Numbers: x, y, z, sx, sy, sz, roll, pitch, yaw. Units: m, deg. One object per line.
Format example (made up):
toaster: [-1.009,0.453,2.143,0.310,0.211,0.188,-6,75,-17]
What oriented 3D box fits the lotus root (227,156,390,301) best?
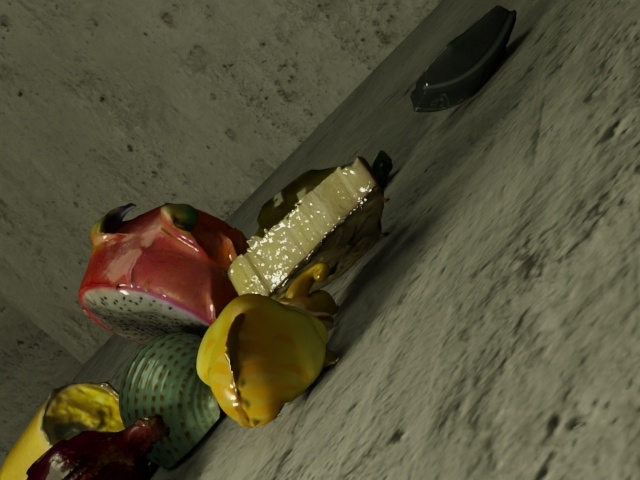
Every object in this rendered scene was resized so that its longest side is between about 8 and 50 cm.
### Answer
lotus root: [0.000,0.000,1.217,0.261,0.074,0.170,-41,-21,22]

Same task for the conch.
conch: [-0.199,0.198,1.309,0.172,0.131,0.200,-51,9,-24]

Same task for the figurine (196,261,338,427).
figurine: [-0.048,0.107,1.064,0.156,0.131,0.246,-8,14,17]

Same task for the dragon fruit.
dragon fruit: [-0.199,0.049,1.431,0.290,0.291,0.189,-31,39,62]

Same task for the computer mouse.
computer mouse: [0.225,-0.261,1.473,0.231,0.071,0.126,-41,-8,-21]

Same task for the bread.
bread: [-0.027,-0.055,1.622,0.161,0.088,0.233,-25,-6,-41]

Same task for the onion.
onion: [-0.276,0.282,1.199,0.198,0.135,0.173,-58,-8,-13]

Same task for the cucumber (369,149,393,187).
cucumber: [0.076,-0.081,1.510,0.107,0.035,0.067,-61,3,-25]

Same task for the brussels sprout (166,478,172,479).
brussels sprout: [-0.199,0.301,1.124,0.085,0.058,0.085,-38,-5,-4]

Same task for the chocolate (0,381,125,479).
chocolate: [-0.487,0.408,1.778,0.445,0.162,0.162,-45,8,45]

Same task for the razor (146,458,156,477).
razor: [-0.277,0.319,1.400,0.090,0.054,0.148,-60,13,-22]
